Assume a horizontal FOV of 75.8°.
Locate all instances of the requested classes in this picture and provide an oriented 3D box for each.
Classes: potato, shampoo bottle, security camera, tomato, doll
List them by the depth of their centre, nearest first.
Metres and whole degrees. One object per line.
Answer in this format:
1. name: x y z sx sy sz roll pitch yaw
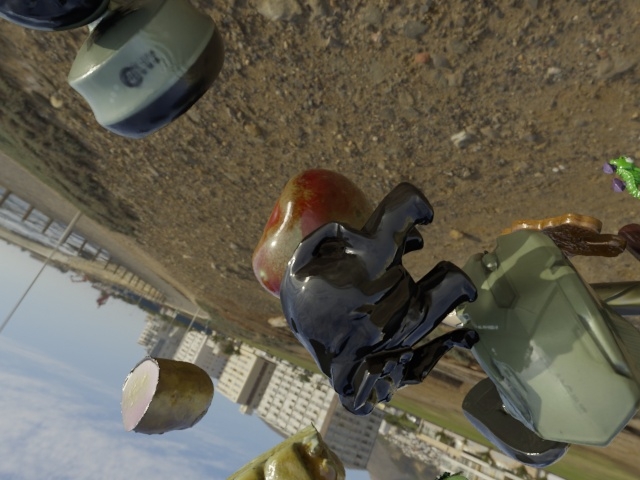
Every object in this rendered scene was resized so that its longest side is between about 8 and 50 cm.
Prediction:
1. security camera: -0.262 -0.272 0.461 0.277 0.197 0.191 47 -173 -42
2. tomato: 0.000 0.000 0.811 0.223 0.270 0.270 26 162 -12
3. shampoo bottle: 0.698 0.149 1.028 0.350 0.084 0.125 -6 -169 19
4. doll: 0.916 -0.183 1.207 0.115 0.190 0.050 -7 138 16
5. potato: -0.438 0.472 1.240 0.229 0.229 0.266 5 162 46

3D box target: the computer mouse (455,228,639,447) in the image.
1. computer mouse: 0.349 0.122 0.695 0.228 0.429 0.145 -39 117 23

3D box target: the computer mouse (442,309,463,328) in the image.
1. computer mouse: 0.360 0.184 1.080 0.145 0.081 0.237 16 -177 -43

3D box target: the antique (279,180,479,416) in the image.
1. antique: 0.080 0.101 0.620 0.322 0.255 0.185 55 170 -23

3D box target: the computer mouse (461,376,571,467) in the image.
1. computer mouse: 0.426 0.396 0.888 0.086 0.138 0.270 52 173 -13

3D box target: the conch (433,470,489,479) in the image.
1. conch: 0.264 0.551 0.823 0.251 0.137 0.143 -6 122 14

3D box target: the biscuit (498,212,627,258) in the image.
1. biscuit: 0.564 -0.007 1.003 0.186 0.044 0.295 31 165 -20

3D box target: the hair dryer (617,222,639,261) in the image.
1. hair dryer: 0.800 -0.010 0.783 0.123 0.312 0.340 35 119 -19

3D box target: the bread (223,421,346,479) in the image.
1. bread: -0.098 0.548 0.830 0.210 0.341 0.300 59 165 19
